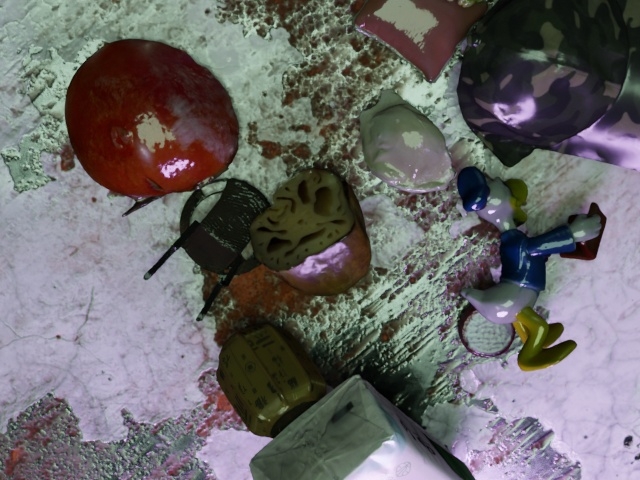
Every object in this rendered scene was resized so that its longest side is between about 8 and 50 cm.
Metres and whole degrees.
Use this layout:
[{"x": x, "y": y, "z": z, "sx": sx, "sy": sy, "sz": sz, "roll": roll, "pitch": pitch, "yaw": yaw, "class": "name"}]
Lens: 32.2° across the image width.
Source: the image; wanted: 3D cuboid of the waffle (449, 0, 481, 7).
[{"x": 0.221, "y": -0.477, "z": 1.814, "sx": 0.169, "sy": 0.036, "sz": 0.183, "roll": 33, "pitch": 70, "yaw": -8, "class": "waffle"}]

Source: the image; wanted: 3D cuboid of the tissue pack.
[{"x": 0.093, "y": 0.429, "z": 1.905, "sx": 0.266, "sy": 0.194, "sz": 0.356, "roll": -41, "pitch": 130, "yaw": 9, "class": "tissue pack"}]

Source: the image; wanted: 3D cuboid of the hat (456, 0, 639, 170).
[{"x": 0.450, "y": -0.264, "z": 1.794, "sx": 0.382, "sy": 0.257, "sz": 0.366, "roll": 21, "pitch": 104, "yaw": 33, "class": "hat"}]

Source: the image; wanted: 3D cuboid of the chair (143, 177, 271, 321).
[{"x": -0.183, "y": 0.005, "z": 1.937, "sx": 0.174, "sy": 0.149, "sz": 0.213, "roll": 39, "pitch": 58, "yaw": -5, "class": "chair"}]

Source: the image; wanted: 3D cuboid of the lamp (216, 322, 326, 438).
[{"x": -0.087, "y": 0.245, "z": 1.928, "sx": 0.161, "sy": 0.161, "sz": 0.185, "roll": -41, "pitch": 56, "yaw": 8, "class": "lamp"}]

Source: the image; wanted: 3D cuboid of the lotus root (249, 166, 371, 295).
[{"x": -0.001, "y": 0.000, "z": 1.905, "sx": 0.188, "sy": 0.199, "sz": 0.180, "roll": -26, "pitch": 141, "yaw": 13, "class": "lotus root"}]

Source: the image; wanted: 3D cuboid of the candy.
[{"x": 0.298, "y": 0.160, "z": 1.986, "sx": 0.103, "sy": 0.043, "sz": 0.103, "roll": 0, "pitch": 103, "yaw": 0, "class": "candy"}]

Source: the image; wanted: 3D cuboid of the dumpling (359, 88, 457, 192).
[{"x": 0.139, "y": -0.160, "z": 1.886, "sx": 0.136, "sy": 0.118, "sz": 0.199, "roll": -32, "pitch": 79, "yaw": 5, "class": "dumpling"}]

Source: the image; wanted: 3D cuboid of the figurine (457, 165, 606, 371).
[{"x": 0.354, "y": 0.006, "z": 1.874, "sx": 0.284, "sy": 0.204, "sz": 0.338, "roll": -36, "pitch": 95, "yaw": -4, "class": "figurine"}]

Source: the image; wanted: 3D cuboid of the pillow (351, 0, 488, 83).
[{"x": 0.166, "y": -0.378, "z": 1.853, "sx": 0.179, "sy": 0.075, "sz": 0.171, "roll": 35, "pitch": 95, "yaw": -10, "class": "pillow"}]

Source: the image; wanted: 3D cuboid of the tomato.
[{"x": -0.292, "y": -0.194, "z": 1.848, "sx": 0.309, "sy": 0.170, "sz": 0.308, "roll": 0, "pitch": 103, "yaw": -1, "class": "tomato"}]
